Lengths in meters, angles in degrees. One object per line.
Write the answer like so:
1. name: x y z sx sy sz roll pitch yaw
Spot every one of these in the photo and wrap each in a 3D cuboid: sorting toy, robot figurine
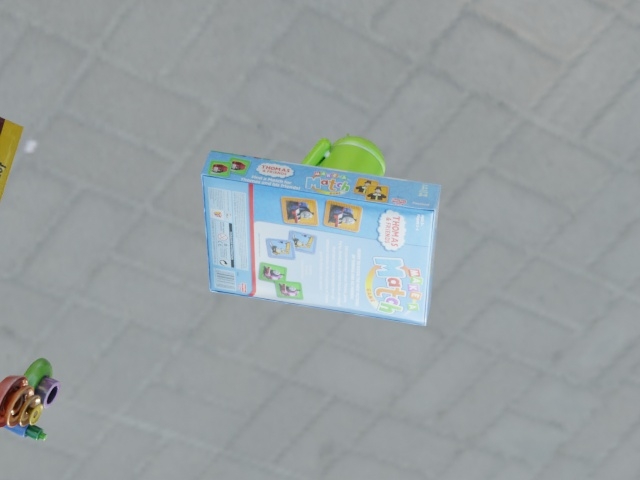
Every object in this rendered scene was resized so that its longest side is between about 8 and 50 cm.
1. sorting toy: -0.248 0.142 1.311 0.042 0.102 0.061 24 105 12
2. robot figurine: 0.030 -0.064 1.620 0.101 0.115 0.067 37 138 -15

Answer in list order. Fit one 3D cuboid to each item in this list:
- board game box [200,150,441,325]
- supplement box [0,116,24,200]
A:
1. board game box: 0.000 0.000 1.398 0.211 0.039 0.160 10 138 8
2. supplement box: -0.431 -0.070 1.502 0.194 0.129 0.191 24 156 -27
